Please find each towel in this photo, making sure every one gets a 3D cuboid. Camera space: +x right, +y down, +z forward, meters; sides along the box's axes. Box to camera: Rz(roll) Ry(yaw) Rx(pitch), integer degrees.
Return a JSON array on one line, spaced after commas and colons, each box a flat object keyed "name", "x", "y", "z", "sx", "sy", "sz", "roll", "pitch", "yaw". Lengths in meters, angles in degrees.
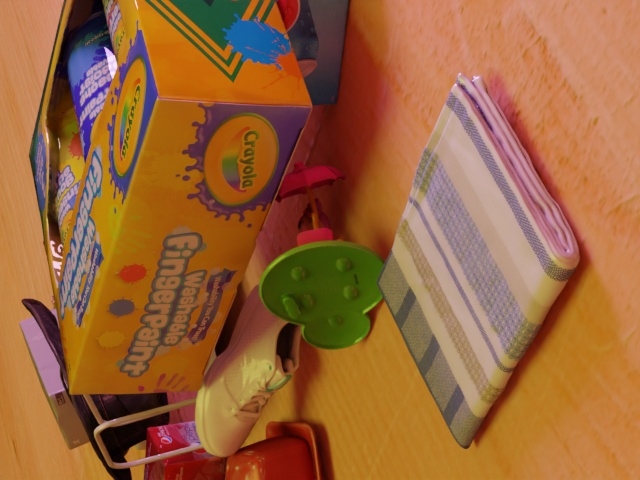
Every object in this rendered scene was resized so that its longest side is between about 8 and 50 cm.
[{"name": "towel", "x": 0.129, "y": 0.023, "z": 1.282, "sx": 0.285, "sy": 0.034, "sz": 0.209, "roll": 109, "pitch": 144, "yaw": -49}]

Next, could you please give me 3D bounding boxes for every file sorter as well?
[{"name": "file sorter", "x": -0.226, "y": 0.131, "z": 1.900, "sx": 0.193, "sy": 0.173, "sz": 0.278, "roll": 87, "pitch": 166, "yaw": -65}]

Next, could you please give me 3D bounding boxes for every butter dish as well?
[{"name": "butter dish", "x": -0.067, "y": 0.293, "z": 1.698, "sx": 0.160, "sy": 0.118, "sz": 0.160, "roll": 166, "pitch": 97, "yaw": -68}]

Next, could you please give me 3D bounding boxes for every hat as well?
[{"name": "hat", "x": -0.291, "y": 0.195, "z": 2.099, "sx": 0.331, "sy": 0.134, "sz": 0.331, "roll": 61, "pitch": 174, "yaw": 11}]

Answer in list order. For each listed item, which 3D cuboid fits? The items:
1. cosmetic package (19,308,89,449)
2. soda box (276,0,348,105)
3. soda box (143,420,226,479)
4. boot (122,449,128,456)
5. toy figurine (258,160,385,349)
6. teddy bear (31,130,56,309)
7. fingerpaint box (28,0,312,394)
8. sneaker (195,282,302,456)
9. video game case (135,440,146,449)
[{"name": "cosmetic package", "x": -0.422, "y": 0.226, "z": 2.494, "sx": 0.238, "sy": 0.107, "sz": 0.127, "roll": 49, "pitch": 157, "yaw": 51}, {"name": "soda box", "x": -0.016, "y": -0.243, "z": 1.500, "sx": 0.067, "sy": 0.071, "sz": 0.210, "roll": -130, "pitch": 40, "yaw": -53}, {"name": "soda box", "x": -0.195, "y": 0.377, "z": 2.051, "sx": 0.083, "sy": 0.092, "sz": 0.263, "roll": -126, "pitch": 37, "yaw": -50}, {"name": "boot", "x": -0.318, "y": 0.220, "z": 2.252, "sx": 0.106, "sy": 0.082, "sz": 0.219, "roll": 143, "pitch": 120, "yaw": -66}, {"name": "toy figurine", "x": 0.000, "y": 0.000, "z": 1.521, "sx": 0.173, "sy": 0.130, "sz": 0.159, "roll": 73, "pitch": -173, "yaw": -49}, {"name": "teddy bear", "x": -0.387, "y": -0.021, "z": 2.389, "sx": 0.245, "sy": 0.113, "sz": 0.338, "roll": 117, "pitch": 147, "yaw": -83}, {"name": "fingerpaint box", "x": -0.186, "y": -0.112, "z": 1.593, "sx": 0.445, "sy": 0.163, "sz": 0.371, "roll": 114, "pitch": 148, "yaw": -44}, {"name": "sneaker", "x": -0.070, "y": 0.153, "z": 1.666, "sx": 0.094, "sy": 0.080, "sz": 0.212, "roll": 26, "pitch": 96, "yaw": 47}, {"name": "video game case", "x": -0.304, "y": 0.180, "z": 2.343, "sx": 0.227, "sy": 0.026, "sz": 0.206, "roll": -125, "pitch": 36, "yaw": -47}]
